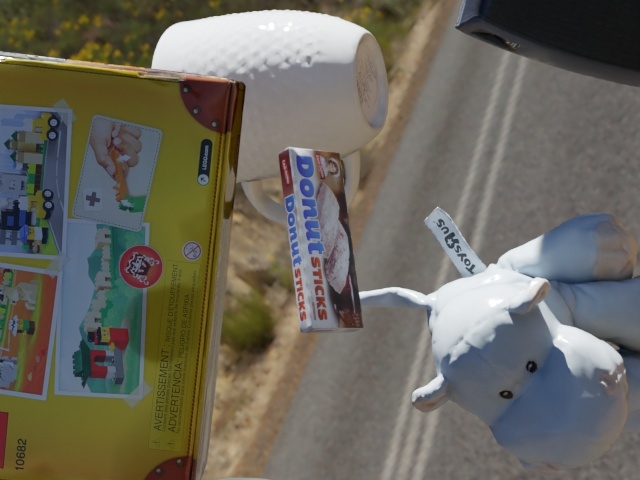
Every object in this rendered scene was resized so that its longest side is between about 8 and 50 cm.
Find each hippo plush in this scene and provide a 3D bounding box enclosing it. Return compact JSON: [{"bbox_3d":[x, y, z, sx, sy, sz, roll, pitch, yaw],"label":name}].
[{"bbox_3d":[0.193,0.073,1.079,0.234,0.294,0.236,-47,-8,6],"label":"hippo plush"}]

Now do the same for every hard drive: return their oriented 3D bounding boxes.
[{"bbox_3d":[0.281,-0.255,1.249,0.054,0.254,0.172,-111,36,-80],"label":"hard drive"}]

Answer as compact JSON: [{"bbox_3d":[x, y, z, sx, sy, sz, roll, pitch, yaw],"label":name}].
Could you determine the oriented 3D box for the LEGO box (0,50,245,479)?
[{"bbox_3d":[-0.302,0.035,1.475,0.193,0.372,0.500,-81,-2,-85],"label":"LEGO box"}]

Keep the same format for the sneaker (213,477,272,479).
[{"bbox_3d":[-0.146,0.229,0.835,0.139,0.341,0.125,19,-111,-75],"label":"sneaker"}]

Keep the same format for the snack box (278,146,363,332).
[{"bbox_3d":[0.000,0.000,1.186,0.022,0.064,0.178,-24,69,50],"label":"snack box"}]

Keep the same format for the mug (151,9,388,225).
[{"bbox_3d":[-0.058,-0.196,2.035,0.328,0.374,0.276,-4,22,22],"label":"mug"}]
